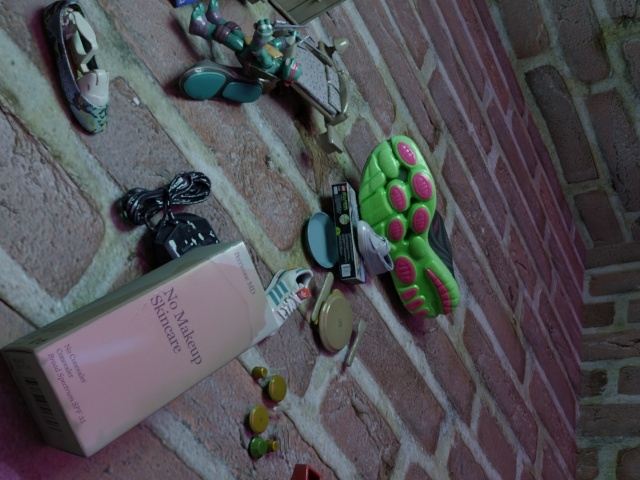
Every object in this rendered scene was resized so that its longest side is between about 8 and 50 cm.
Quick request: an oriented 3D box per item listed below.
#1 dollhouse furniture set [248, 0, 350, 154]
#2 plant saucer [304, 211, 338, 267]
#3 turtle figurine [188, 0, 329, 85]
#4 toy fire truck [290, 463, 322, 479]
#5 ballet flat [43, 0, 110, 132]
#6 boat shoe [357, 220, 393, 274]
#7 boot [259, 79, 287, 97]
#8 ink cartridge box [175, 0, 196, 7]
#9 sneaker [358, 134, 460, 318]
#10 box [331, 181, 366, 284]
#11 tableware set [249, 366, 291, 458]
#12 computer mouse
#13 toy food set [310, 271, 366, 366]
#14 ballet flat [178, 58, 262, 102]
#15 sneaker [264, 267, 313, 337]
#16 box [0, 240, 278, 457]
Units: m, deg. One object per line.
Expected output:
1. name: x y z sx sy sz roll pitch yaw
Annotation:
1. dollhouse furniture set: -0.006 -0.407 1.383 0.303 0.174 0.355 33 43 -48
2. plant saucer: 0.000 0.000 1.450 0.119 0.021 0.119 24 60 -52
3. turtle figurine: -0.106 -0.346 1.225 0.175 0.234 0.118 -64 179 -80
4. toy fire truck: -0.078 0.445 1.070 0.047 0.135 0.192 50 41 -37
5. ballet flat: -0.333 -0.246 0.975 0.070 0.070 0.188 -36 110 -56
6. boat shoe: 0.122 0.017 1.515 0.184 0.063 0.066 68 19 -47
7. boot: -0.106 -0.337 1.388 0.118 0.042 0.086 11 64 -57
8. ink cartridge box: -0.137 -0.544 1.212 0.311 0.065 0.185 -29 144 -22
9. sneaker: 0.206 -0.034 1.657 0.202 0.186 0.482 -88 163 -58
10. box: 0.062 -0.012 1.504 0.114 0.036 0.206 32 51 -73
11. tableware set: -0.094 0.295 1.206 0.104 0.024 0.154 8 74 -53
12. computer mouse: -0.199 0.033 1.094 0.188 0.072 0.272 -30 93 -54
13. toy food set: 0.026 0.166 1.429 0.192 0.039 0.132 57 45 -38
14. ballet flat: -0.186 -0.287 1.232 0.068 0.072 0.213 55 27 17
15. sneaker: -0.062 0.107 1.265 0.057 0.075 0.161 58 37 -28
16. box: -0.220 0.126 0.896 0.311 0.121 0.147 -32 105 -39
